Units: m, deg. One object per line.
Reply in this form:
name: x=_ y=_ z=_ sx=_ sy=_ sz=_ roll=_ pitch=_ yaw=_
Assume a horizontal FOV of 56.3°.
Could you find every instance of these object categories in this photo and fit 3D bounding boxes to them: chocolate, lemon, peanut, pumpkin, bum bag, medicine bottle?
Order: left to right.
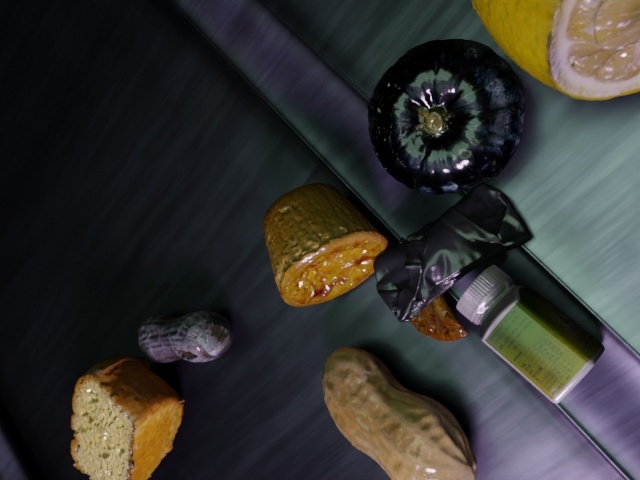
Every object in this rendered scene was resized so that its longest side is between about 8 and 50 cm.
chocolate: x=-0.279 y=0.196 z=1.218 sx=0.248 sy=0.110 sz=0.110 roll=-5 pitch=89 yaw=31
peanut: x=0.119 y=0.293 z=0.963 sx=0.313 sy=0.149 sz=0.149 roll=36 pitch=110 yaw=32
pumpkin: x=0.182 y=-0.180 z=0.888 sx=0.233 sy=0.163 sz=0.233 roll=6 pitch=104 yaw=24
bum bag: x=0.194 y=0.018 z=0.930 sx=0.248 sy=0.060 sz=0.123 roll=-35 pitch=67 yaw=5
medicine bottle: x=0.293 y=0.127 z=0.850 sx=0.188 sy=0.132 sz=0.088 roll=42 pitch=112 yaw=23
lemon: x=0.327 y=-0.371 z=0.702 sx=0.364 sy=0.364 sz=0.364 roll=1 pitch=93 yaw=31

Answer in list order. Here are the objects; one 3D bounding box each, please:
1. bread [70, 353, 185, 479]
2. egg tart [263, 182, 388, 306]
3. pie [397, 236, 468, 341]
bread: x=-0.390 y=0.366 z=1.240 sx=0.194 sy=0.179 sz=0.340 roll=32 pitch=125 yaw=21
egg tart: x=0.000 y=0.000 z=1.006 sx=0.202 sy=0.203 sz=0.147 roll=-42 pitch=57 yaw=25
pie: x=0.165 y=0.092 z=0.985 sx=0.088 sy=0.033 sz=0.191 roll=-47 pitch=61 yaw=35
